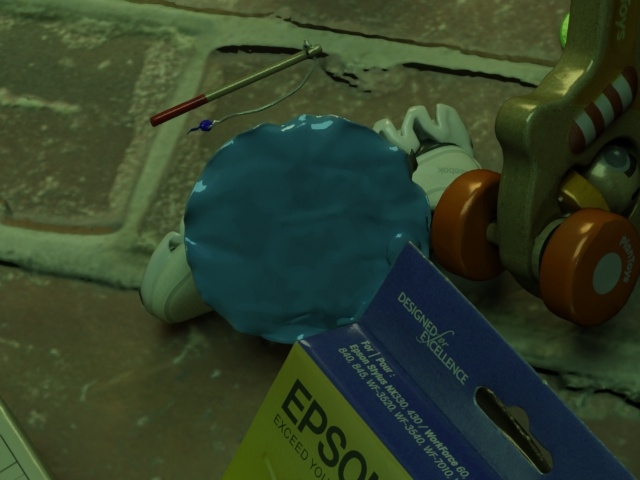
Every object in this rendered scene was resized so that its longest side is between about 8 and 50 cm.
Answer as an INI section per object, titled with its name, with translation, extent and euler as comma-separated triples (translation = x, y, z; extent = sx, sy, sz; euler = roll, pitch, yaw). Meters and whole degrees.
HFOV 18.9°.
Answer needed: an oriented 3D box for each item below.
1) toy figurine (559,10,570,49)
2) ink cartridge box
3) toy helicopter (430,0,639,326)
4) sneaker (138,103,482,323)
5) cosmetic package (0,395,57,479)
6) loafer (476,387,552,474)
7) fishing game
[toy figurine]
translation = 0.265, -0.194, 1.527
extent = 0.173, 0.159, 0.130
euler = 28, 67, 25
[ink cartridge box]
translation = 0.055, 0.210, 1.243
extent = 0.072, 0.307, 0.303
euler = -1, 37, -42
[toy helicopter]
translation = 0.219, -0.121, 1.409
extent = 0.235, 0.355, 0.140
euler = -13, 25, -40
[sneaker]
translation = 0.000, 0.000, 1.495
extent = 0.292, 0.110, 0.118
euler = -25, 66, -5
[cosmetic package]
translation = -0.213, 0.263, 1.350
extent = 0.153, 0.129, 0.296
euler = -32, 59, -8
[loafer]
translation = 0.123, 0.193, 1.329
extent = 0.134, 0.130, 0.366
euler = -32, 58, -10
[fishing game]
translation = -0.009, -0.011, 1.430
extent = 0.189, 0.264, 0.041
euler = -24, 19, 3
